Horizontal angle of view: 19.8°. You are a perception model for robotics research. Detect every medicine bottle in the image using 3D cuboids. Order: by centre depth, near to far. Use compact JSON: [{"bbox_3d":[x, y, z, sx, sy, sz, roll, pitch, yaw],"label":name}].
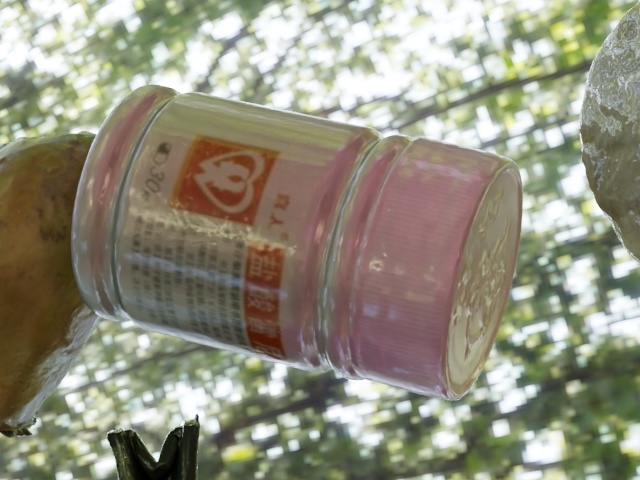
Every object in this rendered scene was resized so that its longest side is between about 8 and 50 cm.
[{"bbox_3d":[-0.017,-0.001,1.455,0.202,0.315,0.202,12,-90,-71],"label":"medicine bottle"}]

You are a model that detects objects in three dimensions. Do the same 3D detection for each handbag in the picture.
[{"bbox_3d":[-0.121,0.311,1.522,0.247,0.079,0.260,87,176,-46],"label":"handbag"}]

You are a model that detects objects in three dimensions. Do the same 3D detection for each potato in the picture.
[{"bbox_3d":[-0.265,0.011,1.592,0.229,0.266,0.229,36,-169,-8],"label":"potato"}]

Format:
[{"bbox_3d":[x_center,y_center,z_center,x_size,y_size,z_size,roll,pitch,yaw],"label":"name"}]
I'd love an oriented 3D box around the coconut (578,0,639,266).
[{"bbox_3d":[0.339,-0.070,1.281,0.328,0.328,0.329,17,-115,-41],"label":"coconut"}]
